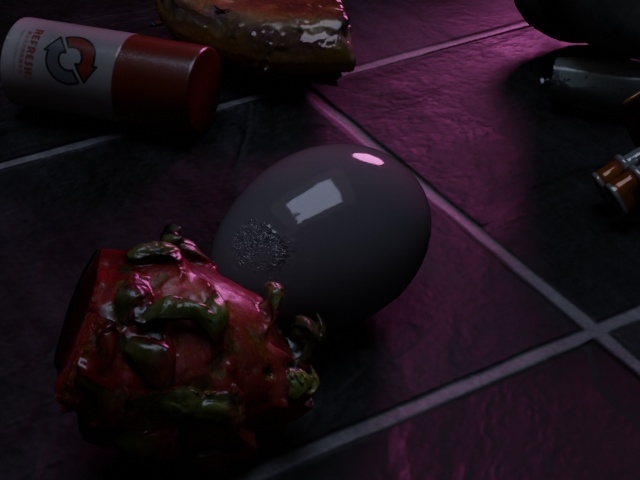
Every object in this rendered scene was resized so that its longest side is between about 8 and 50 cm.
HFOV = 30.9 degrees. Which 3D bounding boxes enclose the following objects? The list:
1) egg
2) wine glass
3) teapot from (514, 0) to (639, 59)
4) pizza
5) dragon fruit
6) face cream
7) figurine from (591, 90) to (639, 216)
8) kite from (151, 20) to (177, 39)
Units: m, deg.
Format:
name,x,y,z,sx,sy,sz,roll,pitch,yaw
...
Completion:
name,x,y,z,sx,sy,sz,roll,pitch,yaw
egg,0.000,0.000,0.937,0.198,0.146,0.146,-27,43,-23
wine glass,0.365,-0.155,1.225,0.262,0.074,0.074,10,37,16
teapot,0.363,-0.315,1.302,0.305,0.223,0.285,-5,9,-11
pizza,-0.072,-0.242,1.329,0.305,0.086,0.161,24,37,37
dragon fruit,-0.091,0.079,0.822,0.172,0.167,0.160,23,-13,-19
face cream,-0.220,-0.174,1.225,0.214,0.096,0.096,11,37,15
figurine,0.375,-0.119,1.069,0.271,0.143,0.143,-46,39,10
kite,-0.168,-0.278,1.450,0.090,0.004,0.122,-9,36,-12
